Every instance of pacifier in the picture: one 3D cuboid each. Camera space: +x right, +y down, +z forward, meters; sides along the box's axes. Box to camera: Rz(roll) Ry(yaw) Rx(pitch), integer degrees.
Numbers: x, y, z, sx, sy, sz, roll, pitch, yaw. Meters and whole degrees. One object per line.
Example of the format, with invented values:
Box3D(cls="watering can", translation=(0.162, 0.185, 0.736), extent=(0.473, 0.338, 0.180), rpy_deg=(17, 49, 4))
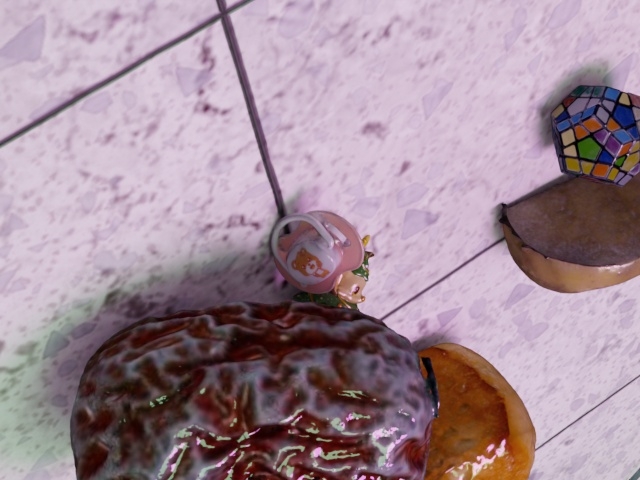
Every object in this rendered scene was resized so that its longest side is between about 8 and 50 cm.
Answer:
Box3D(cls="pacifier", translation=(0.000, 0.000, 1.312), extent=(0.099, 0.081, 0.078), rpy_deg=(-39, -173, 39))

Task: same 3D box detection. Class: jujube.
Box3D(cls="jujube", translation=(-0.057, 0.163, 1.258), extent=(0.317, 0.226, 0.226), rpy_deg=(-7, 138, -4))

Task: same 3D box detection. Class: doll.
Box3D(cls="doll", translation=(0.009, 0.044, 1.376), extent=(0.078, 0.077, 0.113), rpy_deg=(-4, 105, -76))

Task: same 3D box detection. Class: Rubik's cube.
Box3D(cls="Rubik's cube", translation=(0.286, -0.106, 1.436), extent=(0.093, 0.111, 0.111), rpy_deg=(-13, 142, 2))

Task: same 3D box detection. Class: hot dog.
Box3D(cls="hot dog", translation=(0.050, 0.300, 1.560), extent=(0.405, 0.185, 0.223), rpy_deg=(-31, 142, -14))

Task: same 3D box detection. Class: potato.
Box3D(cls="potato", translation=(0.317, -0.013, 1.530), extent=(0.243, 0.138, 0.098), rpy_deg=(-27, 147, -17))

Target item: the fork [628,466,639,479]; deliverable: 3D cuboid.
Box3D(cls="fork", translation=(0.488, 0.360, 2.176), extent=(0.021, 0.039, 0.235), rpy_deg=(15, 120, -45))
